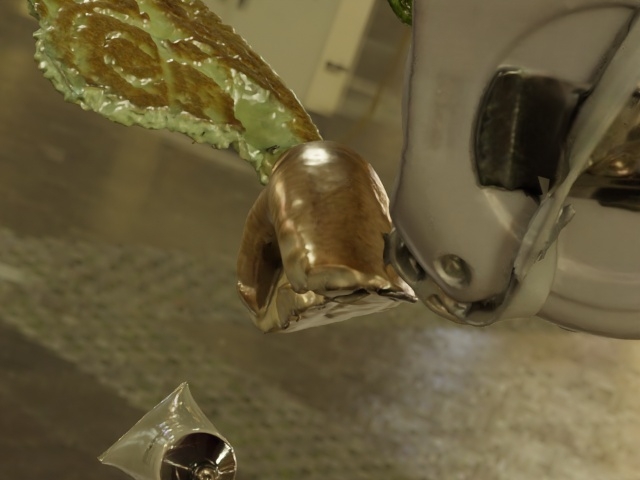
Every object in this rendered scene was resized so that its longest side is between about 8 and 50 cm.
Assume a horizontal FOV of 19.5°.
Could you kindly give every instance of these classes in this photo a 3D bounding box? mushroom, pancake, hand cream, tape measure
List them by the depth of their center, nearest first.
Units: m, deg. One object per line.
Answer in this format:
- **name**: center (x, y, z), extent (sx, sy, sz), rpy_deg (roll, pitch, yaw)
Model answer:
- **tape measure**: center (0.124, -0.058, 0.745), extent (0.197, 0.236, 0.120), rpy_deg (11, 28, 13)
- **mushroom**: center (0.002, -0.001, 0.933), extent (0.072, 0.094, 0.210), rpy_deg (-12, -8, -11)
- **hand cream**: center (-0.104, 0.144, 1.302), extent (0.054, 0.087, 0.186), rpy_deg (51, -10, -16)
- **pancake**: center (-0.149, -0.137, 1.321), extent (0.376, 0.054, 0.197), rpy_deg (35, 31, -1)

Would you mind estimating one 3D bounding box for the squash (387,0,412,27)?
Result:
- **squash**: center (0.149, -0.054, 1.056), extent (0.341, 0.094, 0.094), rpy_deg (41, 14, 6)
